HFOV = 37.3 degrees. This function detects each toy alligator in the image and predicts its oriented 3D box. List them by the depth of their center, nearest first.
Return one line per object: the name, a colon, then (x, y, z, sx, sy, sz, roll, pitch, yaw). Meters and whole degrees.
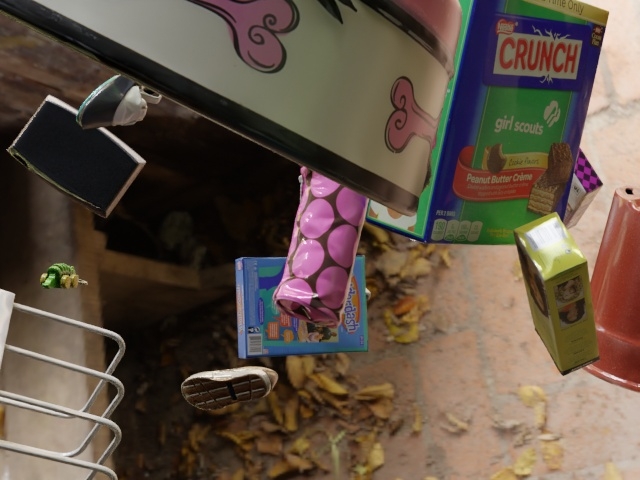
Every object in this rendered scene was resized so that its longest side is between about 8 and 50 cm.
toy alligator: (-0.547, 0.074, 2.033, 0.056, 0.190, 0.051, 4, 91, 11)

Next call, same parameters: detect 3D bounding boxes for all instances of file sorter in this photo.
file sorter: (-0.331, 0.238, 1.076, 0.193, 0.173, 0.277, -53, 29, 33)

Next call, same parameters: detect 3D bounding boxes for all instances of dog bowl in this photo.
dog bowl: (-0.081, -0.172, 0.680, 0.408, 0.408, 0.150, 31, 95, 37)

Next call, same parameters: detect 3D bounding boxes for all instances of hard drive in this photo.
hard drive: (-0.525, -0.183, 2.043, 0.172, 0.255, 0.054, -56, 8, -8)

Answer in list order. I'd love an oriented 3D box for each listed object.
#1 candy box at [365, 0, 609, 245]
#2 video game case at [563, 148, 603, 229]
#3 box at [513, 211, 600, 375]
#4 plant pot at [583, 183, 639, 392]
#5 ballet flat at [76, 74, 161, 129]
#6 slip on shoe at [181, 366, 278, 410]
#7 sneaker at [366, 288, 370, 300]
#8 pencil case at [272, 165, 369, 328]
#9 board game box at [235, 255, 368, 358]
candy box: (0.212, -0.158, 1.179, 0.122, 0.268, 0.317, 19, 104, 47)
video game case: (0.400, -0.149, 1.670, 0.042, 0.210, 0.232, -26, 73, -6)
box: (0.293, 0.071, 1.166, 0.058, 0.232, 0.087, -24, 49, 2)
plant pot: (0.526, 0.062, 1.434, 0.272, 0.272, 0.265, 18, 113, 38)
ballet flat: (-0.272, -0.212, 1.374, 0.074, 0.203, 0.074, 12, 128, 16)
slip on shoe: (-0.118, 0.189, 1.243, 0.135, 0.041, 0.051, -15, 96, 27)
sneaker: (0.035, 0.078, 1.832, 0.121, 0.099, 0.262, -5, 67, 6)
pencil case: (0.000, 0.000, 1.178, 0.098, 0.095, 0.209, 11, 73, 8)
board game box: (-0.029, 0.106, 1.529, 0.047, 0.210, 0.160, 165, 104, -70)
